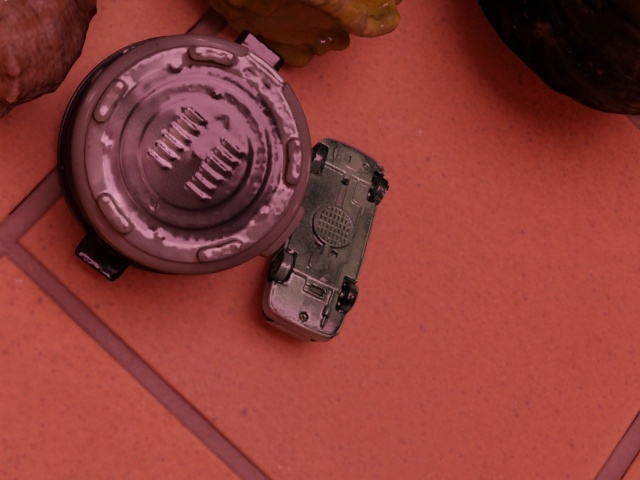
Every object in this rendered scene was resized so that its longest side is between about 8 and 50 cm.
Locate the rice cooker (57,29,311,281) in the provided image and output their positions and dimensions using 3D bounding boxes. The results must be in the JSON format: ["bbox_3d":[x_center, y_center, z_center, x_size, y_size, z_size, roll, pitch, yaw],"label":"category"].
[{"bbox_3d":[-0.132,-0.082,1.538,0.241,0.227,0.280,36,85,-11],"label":"rice cooker"}]

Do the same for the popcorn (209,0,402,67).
[{"bbox_3d":[-0.009,-0.323,1.656,0.293,0.237,0.293,6,73,-19],"label":"popcorn"}]

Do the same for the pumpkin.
[{"bbox_3d":[0.347,-0.362,1.711,0.344,0.454,0.454,1,75,-26],"label":"pumpkin"}]

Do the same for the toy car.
[{"bbox_3d":[0.000,0.000,1.658,0.090,0.076,0.224,25,59,-15],"label":"toy car"}]

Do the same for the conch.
[{"bbox_3d":[-0.332,-0.266,1.523,0.297,0.210,0.352,50,29,-2],"label":"conch"}]
